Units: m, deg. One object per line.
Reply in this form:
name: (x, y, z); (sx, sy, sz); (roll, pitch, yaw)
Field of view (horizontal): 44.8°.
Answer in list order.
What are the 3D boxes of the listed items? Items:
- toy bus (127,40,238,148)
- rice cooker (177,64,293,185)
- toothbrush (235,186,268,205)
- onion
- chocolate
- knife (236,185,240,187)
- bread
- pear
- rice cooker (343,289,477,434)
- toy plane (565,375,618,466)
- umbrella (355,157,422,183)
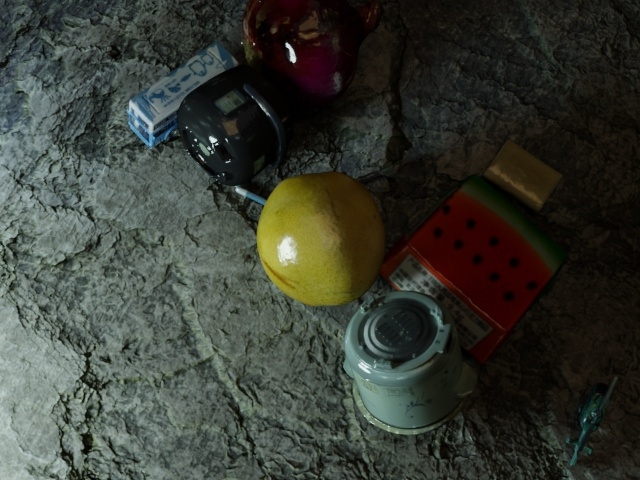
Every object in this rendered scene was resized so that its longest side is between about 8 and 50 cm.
toy bus: (-0.339, -0.365, 1.947); (0.297, 0.131, 0.106); (-40, 80, -21)
rice cooker: (-0.206, -0.269, 1.871); (0.224, 0.267, 0.267); (-40, 81, -21)
toothbrush: (-0.087, -0.071, 1.939); (0.276, 0.019, 0.025); (28, 63, 2)
onion: (0.000, -0.516, 1.948); (0.385, 0.348, 0.347); (-24, 76, -15)
chocolate: (0.379, 0.055, 1.874); (0.360, 0.161, 0.341); (42, 60, 8)
knife: (-0.241, -0.162, 1.952); (0.096, 0.010, 0.027); (24, 68, 1)
bread: (0.530, -0.170, 2.050); (0.178, 0.060, 0.139); (37, 68, 6)
pear: (0.000, 0.000, 1.778); (0.314, 0.314, 0.314); (3, 70, -8)
rice cooker: (0.193, 0.273, 1.718); (0.317, 0.316, 0.264); (22, 52, 0)
toy plane: (0.639, 0.425, 1.834); (0.060, 0.096, 0.235); (26, 86, 4)
umbrella: (0.137, -0.165, 2.007); (0.269, 0.044, 0.044); (-19, 100, -6)
